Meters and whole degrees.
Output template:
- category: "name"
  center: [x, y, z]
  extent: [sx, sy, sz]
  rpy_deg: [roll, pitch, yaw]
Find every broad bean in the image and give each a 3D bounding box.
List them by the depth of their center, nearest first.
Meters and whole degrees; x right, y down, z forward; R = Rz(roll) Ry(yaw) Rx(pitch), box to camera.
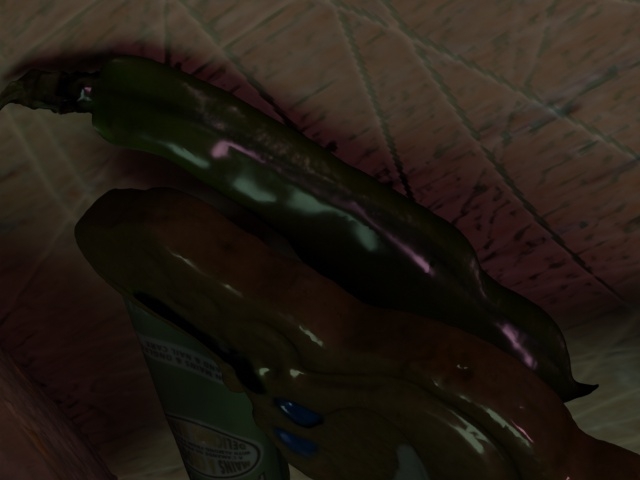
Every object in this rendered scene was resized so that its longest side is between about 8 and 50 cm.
- category: "broad bean"
  center: [0.005, -0.002, 0.641]
  extent: [0.318, 0.056, 0.098]
  rpy_deg: [29, 157, -16]

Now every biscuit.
- category: "biscuit"
  center: [0.030, 0.081, 0.624]
  extent: [0.320, 0.047, 0.183]
  rpy_deg: [39, 149, -11]

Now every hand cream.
- category: "hand cream"
  center: [-0.058, 0.080, 0.751]
  extent: [0.086, 0.055, 0.235]
  rpy_deg: [15, 145, 20]

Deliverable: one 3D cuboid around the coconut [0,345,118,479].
- category: "coconut"
  center: [-0.252, 0.227, 0.702]
  extent: [0.360, 0.346, 0.346]
  rpy_deg: [-38, 137, -7]
